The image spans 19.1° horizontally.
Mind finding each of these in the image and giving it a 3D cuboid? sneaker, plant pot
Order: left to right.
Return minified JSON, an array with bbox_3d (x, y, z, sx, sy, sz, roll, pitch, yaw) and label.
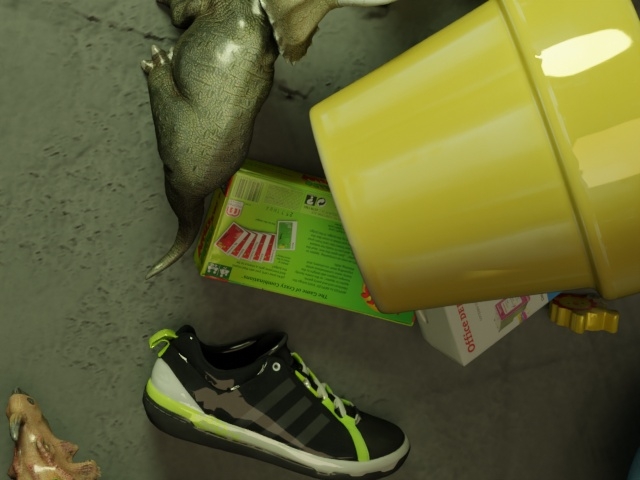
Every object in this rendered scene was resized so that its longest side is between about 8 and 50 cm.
[{"bbox_3d":[-0.028,0.126,1.531,0.235,0.084,0.097,14,104,-17],"label":"sneaker"},{"bbox_3d":[0.129,-0.061,1.387,0.239,0.254,0.254,-19,112,4],"label":"plant pot"}]

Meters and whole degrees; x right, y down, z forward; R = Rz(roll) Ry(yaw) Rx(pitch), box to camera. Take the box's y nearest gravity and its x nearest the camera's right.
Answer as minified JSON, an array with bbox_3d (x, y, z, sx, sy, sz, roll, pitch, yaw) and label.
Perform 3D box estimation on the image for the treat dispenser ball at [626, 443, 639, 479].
[{"bbox_3d":[0.392,0.230,1.551,0.288,0.288,0.288,-4,110,-11],"label":"treat dispenser ball"}]

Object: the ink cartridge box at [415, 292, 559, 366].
[{"bbox_3d":[0.134,0.028,1.522,0.122,0.052,0.088,-35,131,-17],"label":"ink cartridge box"}]

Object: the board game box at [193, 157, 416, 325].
[{"bbox_3d":[0.000,0.000,1.515,0.181,0.043,0.092,14,106,-16],"label":"board game box"}]

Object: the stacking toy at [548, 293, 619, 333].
[{"bbox_3d":[0.305,-0.007,1.580,0.221,0.052,0.167,1,110,-15],"label":"stacking toy"}]

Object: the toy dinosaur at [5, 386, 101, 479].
[{"bbox_3d":[-0.149,0.258,1.481,0.127,0.296,0.200,-52,154,-18],"label":"toy dinosaur"}]

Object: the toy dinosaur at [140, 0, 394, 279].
[{"bbox_3d":[-0.080,-0.112,1.396,0.121,0.160,0.313,30,99,-20],"label":"toy dinosaur"}]
